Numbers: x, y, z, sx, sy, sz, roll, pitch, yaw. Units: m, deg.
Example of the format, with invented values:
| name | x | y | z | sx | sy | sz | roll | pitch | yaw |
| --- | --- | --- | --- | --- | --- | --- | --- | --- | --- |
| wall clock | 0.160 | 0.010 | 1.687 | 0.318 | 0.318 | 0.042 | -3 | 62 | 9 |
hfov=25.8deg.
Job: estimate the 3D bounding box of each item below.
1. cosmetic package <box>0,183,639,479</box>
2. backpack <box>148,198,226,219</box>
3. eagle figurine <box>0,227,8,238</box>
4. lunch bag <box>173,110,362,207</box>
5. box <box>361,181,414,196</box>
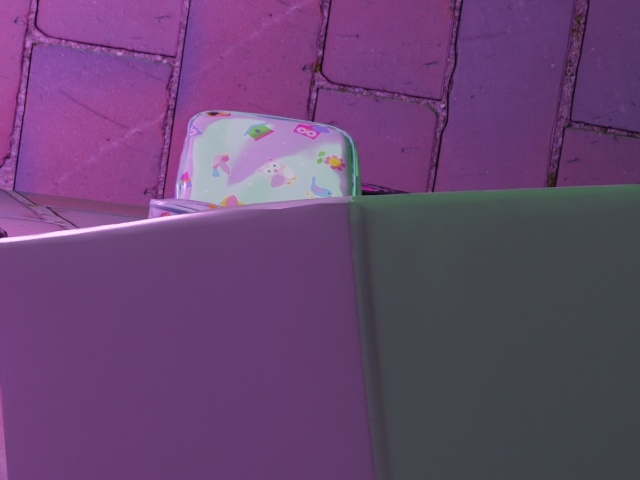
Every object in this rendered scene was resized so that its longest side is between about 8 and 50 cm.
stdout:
| name | x | y | z | sx | sy | sz | roll | pitch | yaw |
| --- | --- | --- | --- | --- | --- | --- | --- | --- | --- |
| cosmetic package | 0.075 | 0.057 | 0.758 | 0.230 | 0.161 | 0.453 | -5 | 0 | 39 |
| backpack | -0.111 | 0.037 | 1.284 | 0.166 | 0.144 | 0.188 | 15 | 9 | 15 |
| eagle figurine | -0.499 | -0.048 | 1.652 | 0.226 | 0.225 | 0.298 | -30 | 42 | 1 |
| lunch bag | -0.056 | -0.019 | 1.565 | 0.224 | 0.108 | 0.279 | 7 | 45 | -6 |
| box | 0.000 | 0.000 | 1.825 | 0.142 | 0.163 | 0.247 | 3 | 7 | -31 |
